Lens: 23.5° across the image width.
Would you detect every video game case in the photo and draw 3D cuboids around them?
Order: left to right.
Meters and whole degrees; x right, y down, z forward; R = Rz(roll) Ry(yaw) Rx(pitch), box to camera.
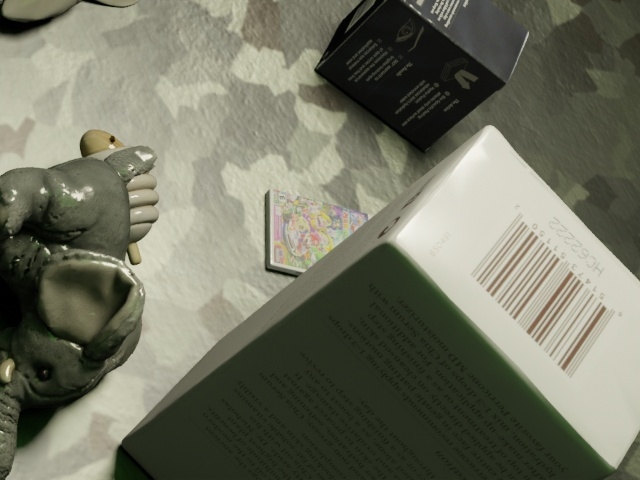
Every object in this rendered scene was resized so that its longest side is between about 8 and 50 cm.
[{"bbox_3d":[0.000,0.000,1.569,0.122,0.011,0.087,14,59,-27],"label":"video game case"}]

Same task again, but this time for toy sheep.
[{"bbox_3d":[-0.191,-0.039,1.419,0.091,0.091,0.132,-16,89,-38],"label":"toy sheep"}]

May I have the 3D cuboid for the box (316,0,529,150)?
[{"bbox_3d":[0.109,-0.204,1.655,0.158,0.156,0.093,37,50,-12],"label":"box"}]

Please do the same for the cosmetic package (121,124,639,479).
[{"bbox_3d":[0.050,0.127,1.245,0.230,0.453,0.161,46,50,-4],"label":"cosmetic package"}]

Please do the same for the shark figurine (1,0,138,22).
[{"bbox_3d":[-0.239,-0.343,1.530,0.166,0.116,0.278,5,65,-33],"label":"shark figurine"}]

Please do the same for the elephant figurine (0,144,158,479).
[{"bbox_3d":[-0.218,0.062,1.312,0.169,0.186,0.239,-7,74,-63],"label":"elephant figurine"}]
